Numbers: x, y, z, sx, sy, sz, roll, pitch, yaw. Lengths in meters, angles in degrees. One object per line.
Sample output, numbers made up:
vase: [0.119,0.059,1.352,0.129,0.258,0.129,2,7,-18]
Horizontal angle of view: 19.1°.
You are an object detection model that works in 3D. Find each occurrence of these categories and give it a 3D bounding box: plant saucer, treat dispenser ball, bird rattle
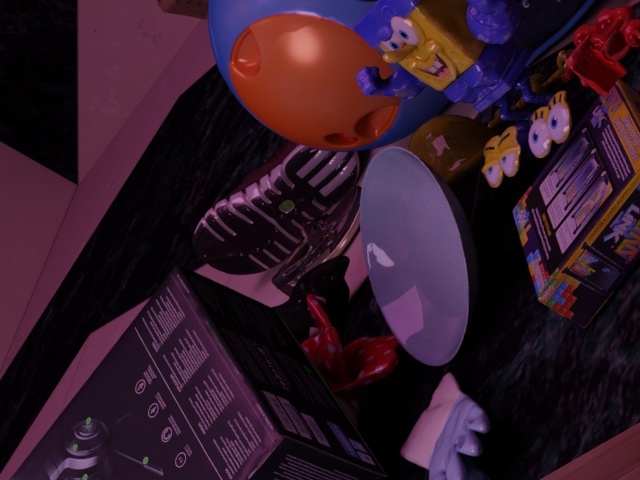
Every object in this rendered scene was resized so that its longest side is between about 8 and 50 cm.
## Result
plant saucer: [0.093,0.011,1.640,0.195,0.037,0.195,41,137,54]
treat dispenser ball: [0.025,-0.237,2.005,0.288,0.288,0.288,-54,15,22]
bird rattle: [-0.013,0.188,1.727,0.253,0.143,0.207,-34,38,32]

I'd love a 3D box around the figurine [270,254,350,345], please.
figurine: [-0.050,0.135,1.949,0.209,0.092,0.215,-41,24,41]

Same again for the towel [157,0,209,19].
towel: [0.019,-0.338,2.171,0.271,0.370,0.040,-51,53,31]

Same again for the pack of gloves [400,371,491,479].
pack of gloves: [0.080,0.210,1.460,0.195,0.046,0.232,-60,5,2]

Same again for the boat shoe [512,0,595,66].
boat shoe: [0.202,-0.237,1.751,0.258,0.089,0.109,-48,9,52]

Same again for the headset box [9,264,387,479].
headset box: [-0.118,0.213,1.625,0.283,0.131,0.246,-52,41,13]

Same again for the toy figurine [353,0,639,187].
toy figurine: [0.118,-0.179,1.602,0.191,0.217,0.362,-51,6,-20]

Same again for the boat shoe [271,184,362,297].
boat shoe: [0.000,0.000,2.103,0.152,0.049,0.056,-57,14,9]

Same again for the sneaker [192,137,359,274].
sneaker: [-0.035,-0.074,2.307,0.281,0.106,0.162,-34,22,38]

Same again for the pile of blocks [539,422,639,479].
pile of blocks: [0.253,0.079,1.019,0.362,0.149,0.112,-53,-30,-9]

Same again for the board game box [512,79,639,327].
board game box: [0.213,-0.032,1.440,0.141,0.048,0.170,-53,15,19]
